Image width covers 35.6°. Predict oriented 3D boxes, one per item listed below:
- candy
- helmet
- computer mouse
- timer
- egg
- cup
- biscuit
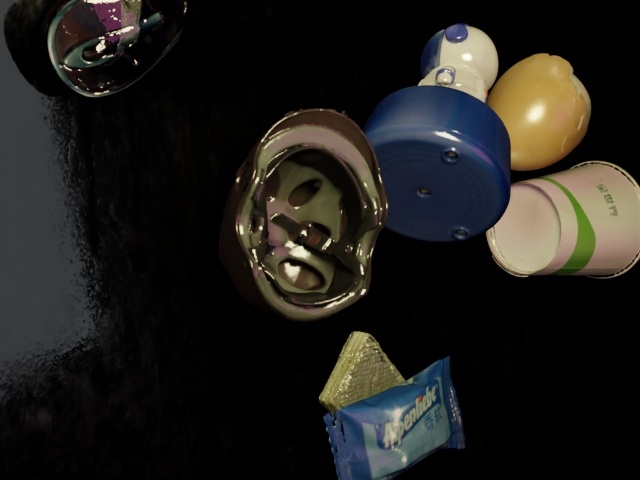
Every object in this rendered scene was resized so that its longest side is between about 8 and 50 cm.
[{"bbox_3d":[0.137,0.330,1.722,0.331,0.077,0.187,-20,104,-44],"label":"candy"},{"bbox_3d":[-0.039,-0.030,1.450,0.225,0.177,0.305,17,76,-25],"label":"helmet"},{"bbox_3d":[-0.243,-0.272,1.245,0.233,0.096,0.137,-51,131,-33],"label":"computer mouse"},{"bbox_3d":[0.214,-0.217,1.704,0.270,0.270,0.383,55,40,-38],"label":"timer"},{"bbox_3d":[0.413,-0.240,1.934,0.244,0.201,0.201,-46,128,-19],"label":"egg"},{"bbox_3d":[0.496,-0.033,2.037,0.274,0.253,0.253,-7,101,-42],"label":"cup"},{"bbox_3d":[0.094,0.285,1.754,0.147,0.046,0.250,-59,134,-26],"label":"biscuit"}]
